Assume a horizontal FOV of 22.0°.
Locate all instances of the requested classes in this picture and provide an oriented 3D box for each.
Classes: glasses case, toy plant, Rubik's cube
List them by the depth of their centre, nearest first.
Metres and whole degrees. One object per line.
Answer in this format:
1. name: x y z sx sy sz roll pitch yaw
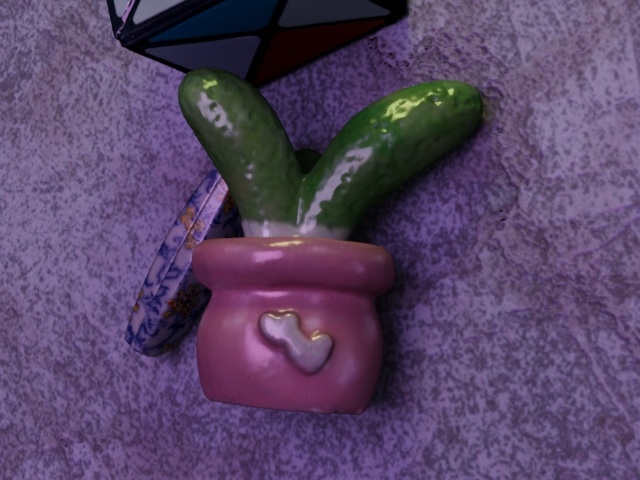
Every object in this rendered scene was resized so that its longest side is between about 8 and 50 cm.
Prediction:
1. toy plant: 0.000 0.005 1.707 0.317 0.210 0.356 4 80 -1
2. Rubik's cube: -0.084 -0.332 1.766 0.250 0.248 0.246 -22 71 27
3. glasses case: -0.143 0.019 1.847 0.065 0.087 0.248 34 101 18
